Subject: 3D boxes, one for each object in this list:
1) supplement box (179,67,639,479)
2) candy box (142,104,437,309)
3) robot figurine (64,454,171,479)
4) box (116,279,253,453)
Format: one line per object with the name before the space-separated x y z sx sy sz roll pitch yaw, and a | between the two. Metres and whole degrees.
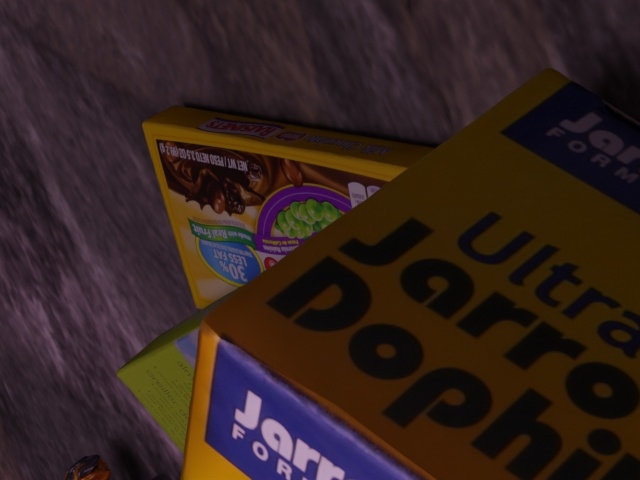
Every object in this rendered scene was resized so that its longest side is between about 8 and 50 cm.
supplement box | 0.072 0.155 0.691 0.194 0.195 0.356 33 137 24
candy box | 0.000 0.000 0.846 0.206 0.027 0.105 13 127 48
robot figurine | -0.091 0.265 1.096 0.211 0.085 0.291 -16 100 54
box | -0.023 0.076 0.882 0.109 0.042 0.178 51 152 -5
